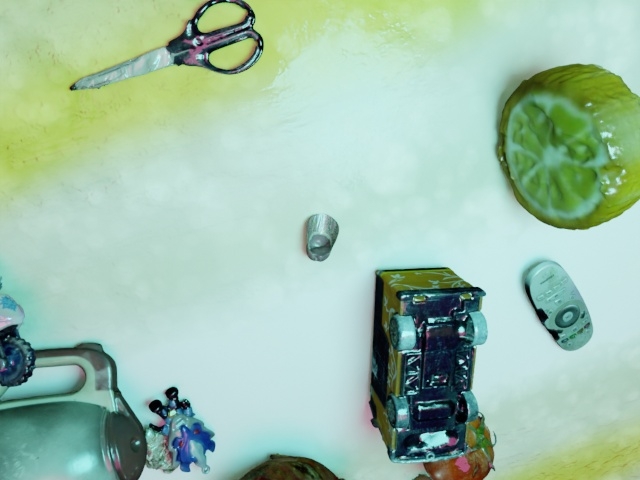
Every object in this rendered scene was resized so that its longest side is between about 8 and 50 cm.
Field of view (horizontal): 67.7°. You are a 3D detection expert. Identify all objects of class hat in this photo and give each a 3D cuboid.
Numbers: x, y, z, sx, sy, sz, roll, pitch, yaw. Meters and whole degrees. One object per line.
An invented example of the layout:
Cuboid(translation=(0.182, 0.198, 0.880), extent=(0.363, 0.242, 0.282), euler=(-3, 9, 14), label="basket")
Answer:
Cuboid(translation=(0.000, -0.002, 0.850), extent=(0.058, 0.042, 0.087), euler=(6, 74, -11), label="hat")

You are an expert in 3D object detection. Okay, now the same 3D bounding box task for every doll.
Cuboid(translation=(-0.262, 0.378, 0.925), extent=(0.096, 0.070, 0.195), euler=(-33, 111, -30), label="doll")

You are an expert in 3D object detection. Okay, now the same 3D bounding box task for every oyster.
Cuboid(translation=(-0.316, 0.420, 0.944), extent=(0.100, 0.037, 0.098), euler=(26, 104, -17), label="oyster")

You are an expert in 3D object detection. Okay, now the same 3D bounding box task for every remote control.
Cuboid(translation=(0.487, 0.137, 0.976), extent=(0.097, 0.045, 0.256), euler=(-34, 114, 5), label="remote control")

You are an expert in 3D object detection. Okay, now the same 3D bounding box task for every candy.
Cuboid(translation=(0.385, -0.140, 0.747), extent=(0.118, 0.260, 0.259), euler=(-18, 111, -8), label="candy")

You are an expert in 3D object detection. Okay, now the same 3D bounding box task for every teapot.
Cuboid(translation=(-0.469, 0.343, 0.816), extent=(0.312, 0.233, 0.314), euler=(-13, 83, -12), label="teapot")

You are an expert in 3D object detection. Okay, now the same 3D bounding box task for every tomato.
Cuboid(translation=(0.280, 0.430, 0.993), extent=(0.167, 0.167, 0.167), euler=(-3, 110, -9), label="tomato")

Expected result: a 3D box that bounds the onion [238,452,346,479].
Cuboid(translation=(-0.055, 0.595, 0.910), extent=(0.354, 0.353, 0.353), euler=(-3, 110, -9), label="onion")

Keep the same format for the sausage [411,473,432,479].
Cuboid(translation=(0.298, 0.655, 1.113), extent=(0.074, 0.074, 0.274), euler=(-37, 111, 5), label="sausage")

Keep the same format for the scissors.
Cuboid(translation=(-0.235, -0.276, 0.718), extent=(0.300, 0.022, 0.109), euler=(-19, 108, -2), label="scissors")

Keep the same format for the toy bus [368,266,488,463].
Cuboid(translation=(0.182, 0.217, 0.873), extent=(0.162, 0.194, 0.323), euler=(-2, 107, -9), label="toy bus")

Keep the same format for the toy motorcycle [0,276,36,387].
Cuboid(translation=(-0.560, 0.125, 0.763), extent=(0.239, 0.108, 0.204), euler=(0, 91, -1), label="toy motorcycle")
